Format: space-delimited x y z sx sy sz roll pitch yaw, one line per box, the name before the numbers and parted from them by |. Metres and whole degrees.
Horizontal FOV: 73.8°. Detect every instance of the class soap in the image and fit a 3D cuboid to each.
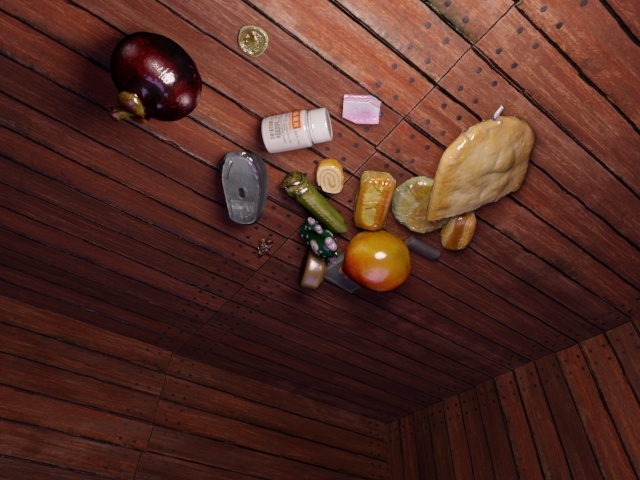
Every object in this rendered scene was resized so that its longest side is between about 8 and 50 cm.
soap | 0.157 -0.487 1.593 0.149 0.056 0.100 3 139 0

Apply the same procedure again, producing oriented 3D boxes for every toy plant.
toy plant | 0.002 0.004 1.971 0.243 0.113 0.232 48 164 10

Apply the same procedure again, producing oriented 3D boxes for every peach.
peach | 0.262 0.098 2.026 0.333 0.307 0.307 -6 136 -1

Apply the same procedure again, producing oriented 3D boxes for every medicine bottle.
medicine bottle | -0.087 -0.417 1.618 0.252 0.144 0.144 -5 136 11

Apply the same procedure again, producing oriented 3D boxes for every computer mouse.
computer mouse | -0.331 -0.235 1.843 0.204 0.114 0.373 7 128 0

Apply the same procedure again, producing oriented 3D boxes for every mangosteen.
mangosteen | -0.549 -0.529 1.417 0.298 0.293 0.297 9 142 7

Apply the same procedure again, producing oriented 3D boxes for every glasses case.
glasses case | 0.510 0.039 2.139 0.191 0.042 0.072 25 140 -22

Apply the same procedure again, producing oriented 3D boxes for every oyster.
oyster | -0.281 0.038 2.184 0.086 0.029 0.132 1 135 2

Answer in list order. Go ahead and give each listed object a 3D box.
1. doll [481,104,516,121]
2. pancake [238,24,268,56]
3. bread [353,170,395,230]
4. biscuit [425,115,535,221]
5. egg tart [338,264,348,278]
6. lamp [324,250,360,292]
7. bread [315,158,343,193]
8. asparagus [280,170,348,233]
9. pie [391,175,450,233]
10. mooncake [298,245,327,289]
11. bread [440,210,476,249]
doll | 0.639 -0.411 1.649 0.114 0.057 0.227 22 125 -27
pancake | -0.229 -0.674 1.445 0.108 0.017 0.108 3 133 4
bread | 0.232 -0.177 1.872 0.153 0.119 0.288 3 136 -6
biscuit | 0.645 -0.279 1.669 0.430 0.103 0.445 -13 139 -10
egg tart | 0.159 0.147 2.191 0.131 0.052 0.130 2 135 2
lamp | 0.166 0.164 2.280 0.267 0.047 0.269 35 128 -28
bread | 0.038 -0.276 1.813 0.122 0.073 0.149 3 135 8
asparagus | -0.020 -0.155 1.914 0.129 0.108 0.382 -7 142 41
pie | 0.457 -0.159 1.895 0.307 0.071 0.306 5 134 5
mooncake | -0.036 0.147 2.146 0.117 0.234 0.234 16 135 -12
bread | 0.642 -0.053 1.986 0.140 0.106 0.236 3 136 3
